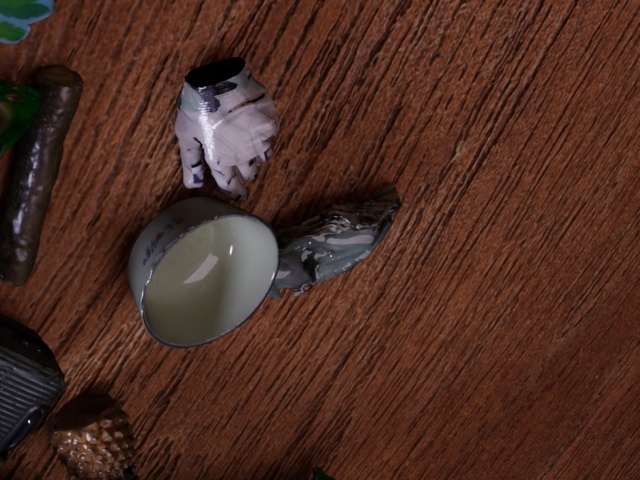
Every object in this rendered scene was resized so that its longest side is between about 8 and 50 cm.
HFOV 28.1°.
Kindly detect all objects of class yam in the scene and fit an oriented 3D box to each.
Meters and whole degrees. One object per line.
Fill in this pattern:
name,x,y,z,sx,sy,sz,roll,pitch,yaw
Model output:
yam,-0.338,-0.073,1.512,0.061,0.061,0.274,-2,122,-40

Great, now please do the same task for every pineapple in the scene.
pineapple,-0.276,0.350,1.786,0.130,0.119,0.277,-13,114,11

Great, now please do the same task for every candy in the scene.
candy,-0.412,-0.110,1.411,0.203,0.078,0.141,-45,129,15

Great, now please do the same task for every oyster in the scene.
oyster,0.002,0.002,1.840,0.252,0.087,0.199,-46,149,8

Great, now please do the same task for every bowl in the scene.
bowl,-0.168,0.028,1.696,0.211,0.112,0.211,-21,132,-26

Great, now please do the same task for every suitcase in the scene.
suitcase,-0.469,0.153,1.520,0.202,0.128,0.312,-50,136,4

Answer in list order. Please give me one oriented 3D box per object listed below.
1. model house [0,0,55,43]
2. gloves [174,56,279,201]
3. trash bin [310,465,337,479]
model house,-0.393,-0.335,1.192,0.313,0.242,0.358,-43,143,19
gloves,-0.113,-0.126,1.633,0.127,0.111,0.212,-34,130,-23
trash bin,-0.101,0.522,2.015,0.381,0.259,0.295,9,94,-38
